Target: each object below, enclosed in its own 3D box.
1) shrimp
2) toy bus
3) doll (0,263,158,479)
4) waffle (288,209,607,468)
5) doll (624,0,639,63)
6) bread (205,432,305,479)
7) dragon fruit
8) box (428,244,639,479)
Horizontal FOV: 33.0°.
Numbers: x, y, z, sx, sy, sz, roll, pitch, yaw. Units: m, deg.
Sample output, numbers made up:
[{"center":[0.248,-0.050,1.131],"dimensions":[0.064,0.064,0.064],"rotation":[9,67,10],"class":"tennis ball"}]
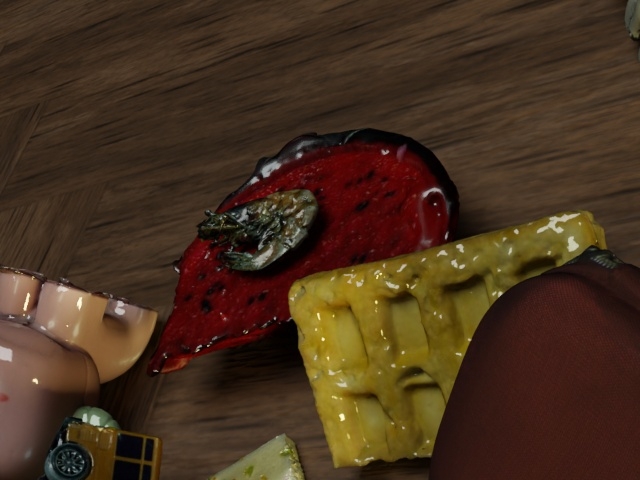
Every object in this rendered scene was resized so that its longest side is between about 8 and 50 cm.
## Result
[{"center":[-0.071,-0.008,1.041],"dimensions":[0.161,0.034,0.091],"rotation":[-10,45,40],"class":"shrimp"},{"center":[-0.202,0.271,0.947],"dimensions":[0.098,0.114,0.201],"rotation":[128,151,-49],"class":"toy bus"},{"center":[-0.300,0.171,1.126],"dimensions":[0.284,0.216,0.268],"rotation":[14,84,27],"class":"doll"},{"center":[0.111,0.083,0.852],"dimensions":[0.274,0.168,0.057],"rotation":[-15,1,32],"class":"waffle"},{"center":[0.339,-0.256,1.042],"dimensions":[0.149,0.095,0.192],"rotation":[-23,43,26],"class":"doll"},{"center":[-0.082,0.236,0.969],"dimensions":[0.153,0.028,0.068],"rotation":[-32,36,9],"class":"bread"},{"center":[0.000,0.000,1.072],"dimensions":[0.343,0.100,0.282],"rotation":[-22,42,27],"class":"dragon fruit"},{"center":[0.210,0.184,0.622],"dimensions":[0.404,0.108,0.263],"rotation":[46,124,52],"class":"box"}]
